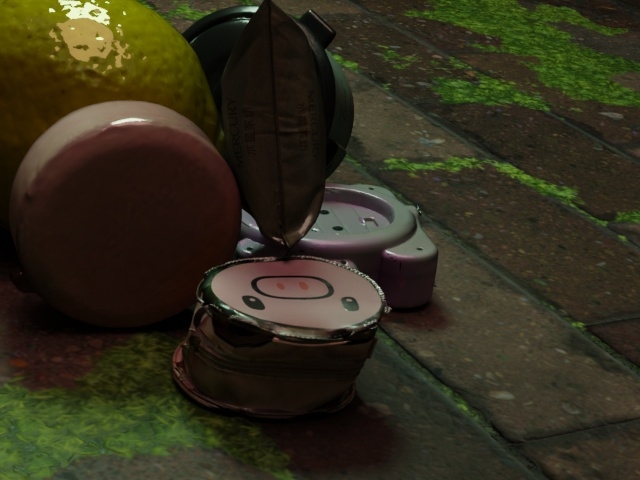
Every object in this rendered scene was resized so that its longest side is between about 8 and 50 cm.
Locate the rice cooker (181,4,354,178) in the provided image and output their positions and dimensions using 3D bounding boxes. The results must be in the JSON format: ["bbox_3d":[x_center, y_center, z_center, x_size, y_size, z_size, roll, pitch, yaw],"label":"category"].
[{"bbox_3d":[-0.081,-0.176,1.831,0.241,0.280,0.227,47,8,12],"label":"rice cooker"}]

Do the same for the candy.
[{"bbox_3d":[-0.213,-0.023,1.489,0.255,0.255,0.094,-1,26,-21],"label":"candy"}]

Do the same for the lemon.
[{"bbox_3d":[-0.292,-0.148,1.649,0.336,0.336,0.336,7,24,-3],"label":"lemon"}]

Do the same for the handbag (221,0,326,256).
[{"bbox_3d":[-0.051,-0.125,1.530,0.117,0.270,0.182,-5,5,-7],"label":"handbag"}]

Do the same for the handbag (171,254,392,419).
[{"bbox_3d":[-0.043,0.096,1.426,0.205,0.116,0.179,3,25,-16],"label":"handbag"}]

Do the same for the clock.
[{"bbox_3d":[0.000,0.000,1.696,0.248,0.090,0.227,-1,25,-17],"label":"clock"}]
